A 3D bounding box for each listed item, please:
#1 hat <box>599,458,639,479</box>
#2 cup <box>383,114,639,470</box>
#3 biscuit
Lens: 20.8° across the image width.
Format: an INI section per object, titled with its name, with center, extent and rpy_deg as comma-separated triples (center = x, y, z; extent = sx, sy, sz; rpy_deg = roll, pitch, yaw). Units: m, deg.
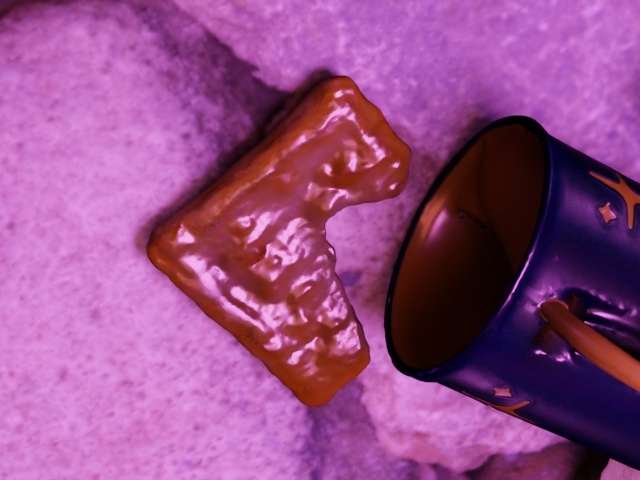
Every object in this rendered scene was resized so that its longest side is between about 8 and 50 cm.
[hat]
center = 0.310, 0.230, 1.256
extent = 0.252, 0.252, 0.110
rpy_deg = -10, 153, -8
[cup]
center = 0.195, 0.079, 1.107
extent = 0.256, 0.255, 0.178
rpy_deg = 26, 127, -20
[biscuit]
center = 0.000, 0.000, 1.150
extent = 0.183, 0.039, 0.174
rpy_deg = -45, 111, 8
